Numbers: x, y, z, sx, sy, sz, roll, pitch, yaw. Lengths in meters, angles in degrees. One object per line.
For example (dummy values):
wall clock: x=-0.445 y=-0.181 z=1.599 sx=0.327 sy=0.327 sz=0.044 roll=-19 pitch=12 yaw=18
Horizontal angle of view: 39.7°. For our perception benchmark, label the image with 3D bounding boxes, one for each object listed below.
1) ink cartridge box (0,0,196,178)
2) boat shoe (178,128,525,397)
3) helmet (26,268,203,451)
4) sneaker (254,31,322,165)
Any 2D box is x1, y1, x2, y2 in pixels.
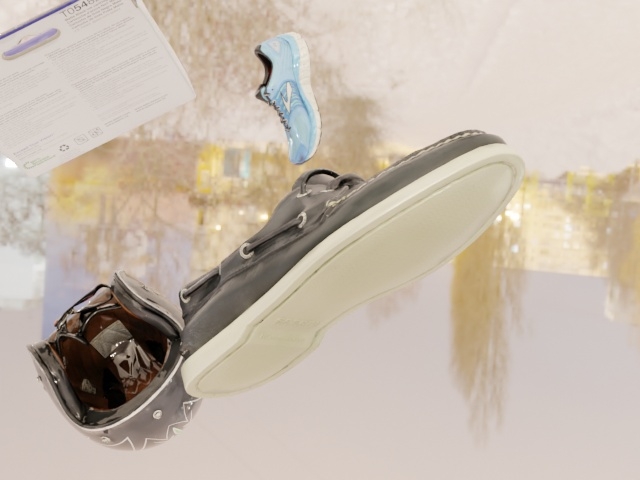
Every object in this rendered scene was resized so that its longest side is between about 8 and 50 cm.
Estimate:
ink cartridge box: x=-0.269 y=-0.176 z=0.936 sx=0.223 sy=0.045 sz=0.224 roll=-26 pitch=155 yaw=1
boat shoe: x=0.002 y=0.001 z=0.703 sx=0.127 sy=0.113 sz=0.340 roll=11 pitch=138 yaw=-44
helmet: x=-0.191 y=0.127 z=0.881 sx=0.161 sy=0.169 sz=0.169 roll=49 pitch=-179 yaw=-1
sneaker: x=-0.047 y=-0.170 z=1.089 sx=0.073 sy=0.162 sz=0.063 roll=-13 pitch=-177 yaw=-23
